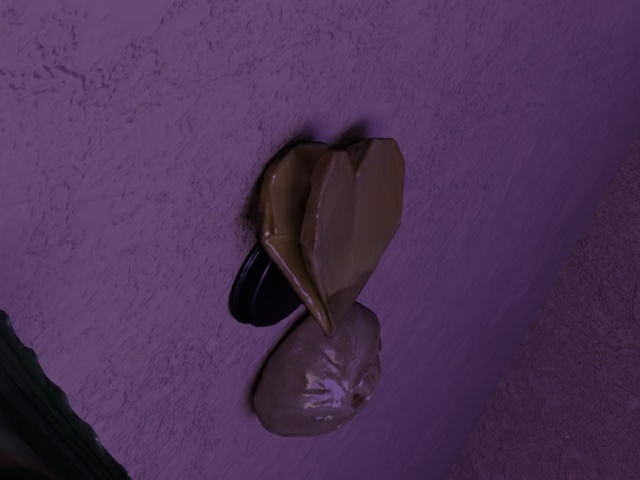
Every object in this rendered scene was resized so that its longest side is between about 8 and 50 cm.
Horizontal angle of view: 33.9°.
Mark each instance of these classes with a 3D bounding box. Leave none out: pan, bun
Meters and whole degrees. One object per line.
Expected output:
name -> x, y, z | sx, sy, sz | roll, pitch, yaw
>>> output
pan -> 0.000, 0.000, 1.016 | 0.235, 0.028, 0.136 | -41, 154, -36
bun -> 0.009, 0.157, 1.189 | 0.183, 0.102, 0.183 | -46, 161, -20

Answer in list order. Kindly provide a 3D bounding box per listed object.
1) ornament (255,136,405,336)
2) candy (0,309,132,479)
ornament -> 0.016, -0.001, 0.934 | 0.201, 0.059, 0.180 | -16, 113, -61
candy -> -0.237, 0.230, 0.474 | 0.398, 0.263, 0.172 | -43, 163, -34
